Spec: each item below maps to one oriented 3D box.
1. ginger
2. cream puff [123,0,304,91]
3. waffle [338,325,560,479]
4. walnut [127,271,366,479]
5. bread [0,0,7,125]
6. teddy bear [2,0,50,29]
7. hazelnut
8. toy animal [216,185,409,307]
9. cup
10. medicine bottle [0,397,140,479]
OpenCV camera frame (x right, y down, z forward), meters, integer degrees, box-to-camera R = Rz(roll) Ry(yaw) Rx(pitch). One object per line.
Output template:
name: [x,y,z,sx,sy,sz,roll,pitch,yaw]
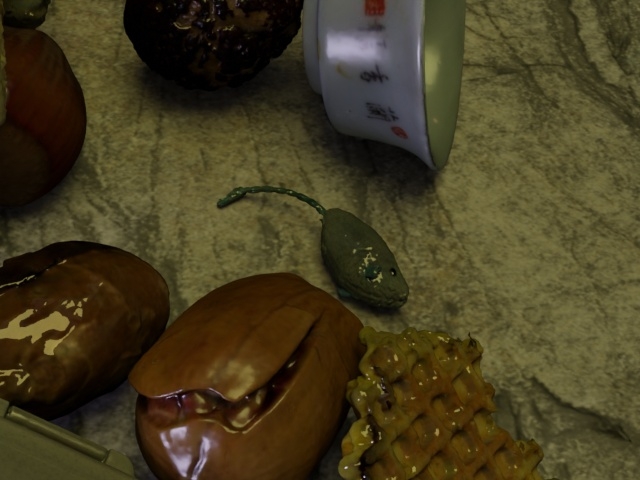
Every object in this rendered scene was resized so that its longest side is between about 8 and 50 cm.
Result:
ginger: [-0.288,0.099,1.322,0.321,0.172,0.165,-22,99,-29]
cream puff: [-0.116,-0.283,1.611,0.165,0.239,0.239,44,55,9]
waffle: [0.128,0.223,1.319,0.301,0.058,0.282,44,47,-22]
walnut: [-0.059,0.136,1.336,0.209,0.209,0.336,34,34,12]
bread: [-0.471,-0.235,1.319,0.404,0.242,0.346,-19,49,-12]
teddy bear: [-0.412,-0.357,1.601,0.267,0.156,0.256,-5,91,23]
hazelnut: [-0.356,-0.145,1.467,0.210,0.210,0.186,9,11,-7]
toy animal: [0.003,-0.009,1.542,0.253,0.070,0.079,37,37,18]
cup: [0.075,-0.261,1.613,0.163,0.347,0.347,4,50,14]
medicine bottle: [-0.283,0.289,1.161,0.375,0.123,0.282,27,54,-11]
